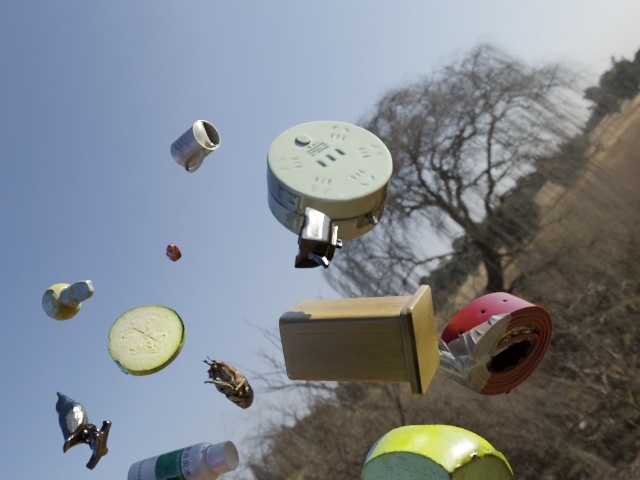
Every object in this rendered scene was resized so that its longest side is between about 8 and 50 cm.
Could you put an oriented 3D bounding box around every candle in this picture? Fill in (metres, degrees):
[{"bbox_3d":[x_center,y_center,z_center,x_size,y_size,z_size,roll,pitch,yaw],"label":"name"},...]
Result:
[{"bbox_3d":[-0.505,0.041,2.265,0.162,0.053,0.048,115,160,-73],"label":"candle"}]

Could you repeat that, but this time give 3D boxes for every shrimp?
[{"bbox_3d":[-0.206,0.311,1.468,0.073,0.075,0.190,-88,-23,-45],"label":"shrimp"}]

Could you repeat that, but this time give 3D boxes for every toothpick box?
[{"bbox_3d":[0.084,0.214,1.439,0.190,0.308,0.187,-32,-65,-64],"label":"toothpick box"}]

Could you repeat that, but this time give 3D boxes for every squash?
[{"bbox_3d":[-0.488,0.280,1.876,0.219,0.219,0.041,-44,-28,-26],"label":"squash"}]

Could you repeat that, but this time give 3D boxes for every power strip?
[{"bbox_3d":[0.030,-0.161,1.788,0.357,0.357,0.161,-41,-28,-35],"label":"power strip"}]

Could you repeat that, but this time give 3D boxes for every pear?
[{"bbox_3d":[0.200,0.451,1.208,0.159,0.292,0.292,-22,-29,-41],"label":"pear"}]

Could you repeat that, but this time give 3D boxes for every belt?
[{"bbox_3d":[0.424,0.258,1.623,0.324,0.115,0.227,-18,-66,-30],"label":"belt"}]

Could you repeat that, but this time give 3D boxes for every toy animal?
[{"bbox_3d":[-0.641,0.485,1.705,0.117,0.210,0.121,-29,-41,-47],"label":"toy animal"}]

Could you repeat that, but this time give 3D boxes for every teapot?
[{"bbox_3d":[0.000,0.000,1.463,0.177,0.096,0.087,-85,7,-52],"label":"teapot"}]

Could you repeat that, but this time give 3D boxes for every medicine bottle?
[{"bbox_3d":[-0.315,0.527,1.532,0.260,0.095,0.095,-20,-6,16],"label":"medicine bottle"}]

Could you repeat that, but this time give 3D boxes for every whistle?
[{"bbox_3d":[-0.782,0.178,2.083,0.223,0.122,0.123,-26,-1,28],"label":"whistle"}]

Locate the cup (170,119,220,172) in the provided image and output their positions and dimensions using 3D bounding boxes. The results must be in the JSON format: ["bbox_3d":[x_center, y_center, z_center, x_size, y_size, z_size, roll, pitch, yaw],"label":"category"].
[{"bbox_3d":[-0.382,-0.277,1.985,0.133,0.099,0.136,-28,25,39],"label":"cup"}]
